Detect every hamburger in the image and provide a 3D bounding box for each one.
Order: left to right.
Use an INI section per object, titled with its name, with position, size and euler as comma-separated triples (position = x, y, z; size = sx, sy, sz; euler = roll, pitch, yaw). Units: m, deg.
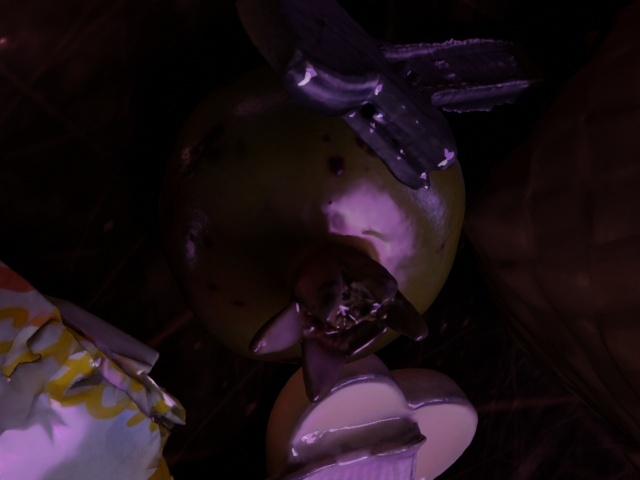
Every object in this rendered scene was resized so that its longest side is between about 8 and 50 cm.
[hamburger]
position = -0.140, 0.128, 0.611
size = 0.214, 0.125, 0.235
euler = -27, 126, -17

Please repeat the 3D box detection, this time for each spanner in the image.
[spanner]
position = 0.045, -0.069, 0.645
size = 0.026, 0.093, 0.325
euler = -40, 173, 19

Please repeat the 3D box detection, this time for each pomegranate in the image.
[pomegranate]
position = 0.001, 0.005, 0.644
size = 0.129, 0.159, 0.129
euler = -9, 145, -6

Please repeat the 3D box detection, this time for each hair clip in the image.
[hair clip]
position = -0.011, 0.138, 0.831
size = 0.218, 0.071, 0.159
euler = -25, 141, -26

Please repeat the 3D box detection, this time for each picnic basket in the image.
[picnic basket]
position = 0.253, 0.031, 0.803
size = 0.254, 0.321, 0.291
euler = -53, 160, -4
